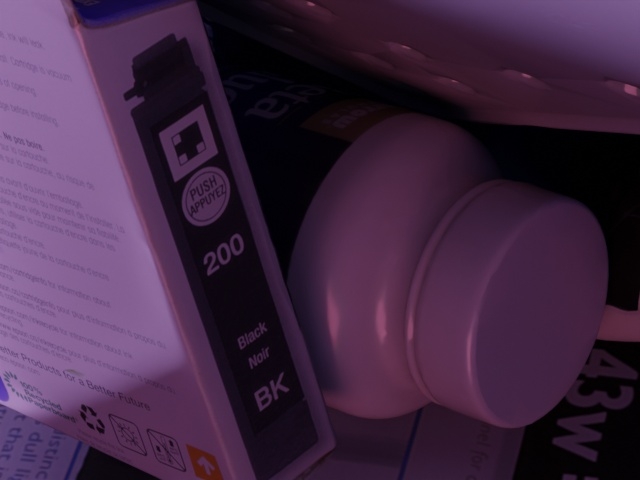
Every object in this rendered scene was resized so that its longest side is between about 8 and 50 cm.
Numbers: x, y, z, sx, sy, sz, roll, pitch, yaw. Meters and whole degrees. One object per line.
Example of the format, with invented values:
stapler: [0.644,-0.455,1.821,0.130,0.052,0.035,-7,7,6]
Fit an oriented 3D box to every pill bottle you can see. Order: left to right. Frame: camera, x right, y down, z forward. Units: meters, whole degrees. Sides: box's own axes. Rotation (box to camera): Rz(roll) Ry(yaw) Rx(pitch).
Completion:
pill bottle: [0.000,0.000,0.620,0.169,0.094,0.094,18,147,37]

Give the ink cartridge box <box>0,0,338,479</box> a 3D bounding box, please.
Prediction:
ink cartridge box: [-0.103,-0.038,0.571,0.206,0.045,0.208,19,138,41]

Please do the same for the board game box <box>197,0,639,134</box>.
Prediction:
board game box: [-0.049,-0.113,0.375,0.390,0.050,0.390,22,176,-23]

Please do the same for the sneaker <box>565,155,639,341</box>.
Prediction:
sneaker: [0.125,-0.043,0.580,0.217,0.079,0.121,-9,115,46]

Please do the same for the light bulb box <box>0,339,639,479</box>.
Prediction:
light bulb box: [0.073,0.206,0.744,0.361,0.225,0.358,5,147,20]
